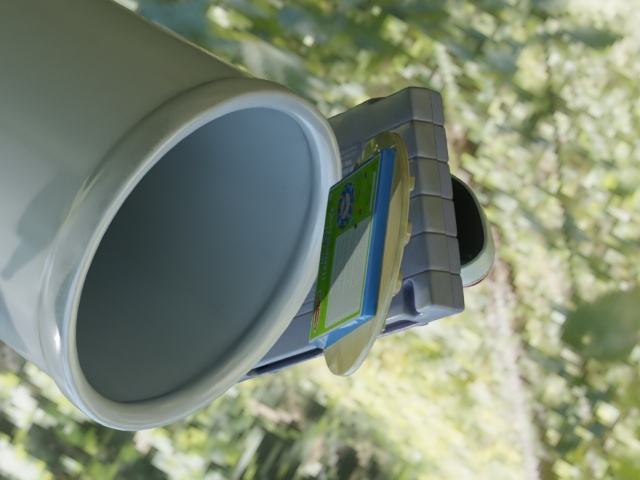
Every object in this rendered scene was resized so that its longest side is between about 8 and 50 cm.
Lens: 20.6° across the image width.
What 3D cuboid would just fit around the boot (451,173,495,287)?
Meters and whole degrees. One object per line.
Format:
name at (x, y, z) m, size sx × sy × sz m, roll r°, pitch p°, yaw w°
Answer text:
boot at (0.131, 0.008, 1.904) m, size 0.244 × 0.088 × 0.176 m, roll 55°, pitch 170°, yaw 49°

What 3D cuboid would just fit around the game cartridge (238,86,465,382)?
game cartridge at (0.000, 0.000, 1.773) m, size 0.068 × 0.230 × 0.355 m, roll 13°, pitch 157°, yaw -38°

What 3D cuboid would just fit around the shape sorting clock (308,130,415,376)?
shape sorting clock at (0.038, 0.011, 1.454) m, size 0.040 × 0.206 × 0.206 m, roll 13°, pitch -176°, yaw -18°

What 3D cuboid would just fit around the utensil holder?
utensil holder at (-0.229, -0.066, 1.583) m, size 0.385 × 0.327 × 0.327 m, roll 33°, pitch 180°, yaw 31°
